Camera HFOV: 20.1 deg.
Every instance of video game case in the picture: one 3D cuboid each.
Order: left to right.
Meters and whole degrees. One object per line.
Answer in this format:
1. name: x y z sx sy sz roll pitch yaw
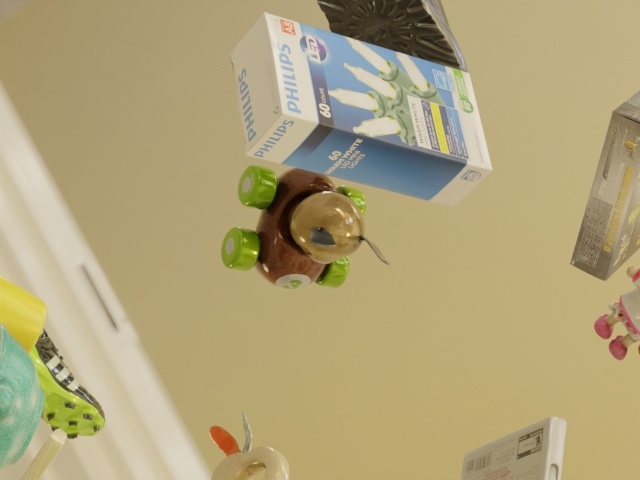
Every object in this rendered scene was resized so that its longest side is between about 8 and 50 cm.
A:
1. video game case: 0.191 0.298 1.891 0.023 0.193 0.212 16 158 -17

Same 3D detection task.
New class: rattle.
1. rattle: -0.066 0.307 2.173 0.130 0.142 0.200 -59 -161 8

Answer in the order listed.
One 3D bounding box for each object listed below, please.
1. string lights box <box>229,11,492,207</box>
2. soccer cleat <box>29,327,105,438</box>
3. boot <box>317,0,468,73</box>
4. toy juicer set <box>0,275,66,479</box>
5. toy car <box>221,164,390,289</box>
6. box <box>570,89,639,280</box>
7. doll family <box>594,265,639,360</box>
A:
1. string lights box: 0.041 -0.130 1.848 0.259 0.133 0.077 13 141 -32
2. soccer cleat: -0.260 0.130 1.733 0.060 0.072 0.179 -18 141 18
3. boot: 0.117 -0.339 2.194 0.146 0.367 0.445 -12 -154 20
4. toy juicer set: -0.286 0.163 1.421 0.209 0.089 0.329 -62 -160 11
5. toy car: 0.000 0.000 2.101 0.155 0.149 0.188 12 -172 -30
6. box: 0.404 -0.087 2.290 0.183 0.056 0.231 -36 144 -49
7. doll family: 0.434 0.124 1.981 0.118 0.263 0.163 -27 171 -43
